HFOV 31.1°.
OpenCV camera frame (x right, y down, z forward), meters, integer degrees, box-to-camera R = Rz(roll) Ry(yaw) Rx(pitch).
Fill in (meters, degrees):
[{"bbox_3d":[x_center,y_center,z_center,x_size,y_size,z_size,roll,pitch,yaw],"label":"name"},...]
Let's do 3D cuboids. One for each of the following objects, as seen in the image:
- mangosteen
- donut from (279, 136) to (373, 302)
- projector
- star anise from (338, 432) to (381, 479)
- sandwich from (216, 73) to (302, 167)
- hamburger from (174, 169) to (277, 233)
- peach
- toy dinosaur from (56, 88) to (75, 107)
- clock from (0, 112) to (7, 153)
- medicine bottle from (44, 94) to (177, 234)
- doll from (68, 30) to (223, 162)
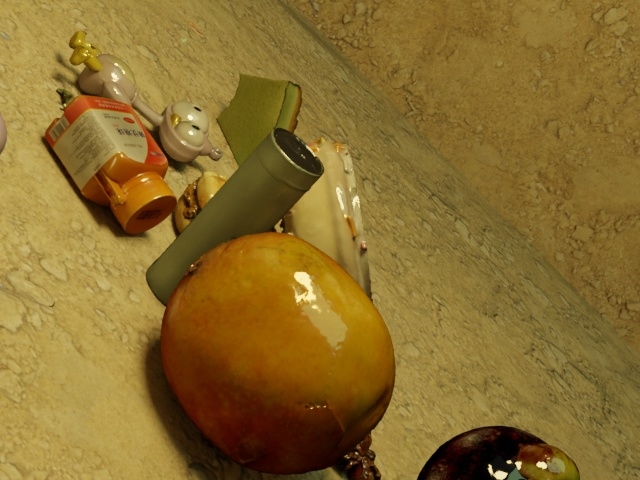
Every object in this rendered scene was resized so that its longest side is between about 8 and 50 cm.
[{"bbox_3d":[0.299,0.458,1.856,0.297,0.297,0.313,30,8,-39],"label":"mangosteen"},{"bbox_3d":[0.000,0.000,2.102,0.382,0.142,0.383,173,-90,-86],"label":"donut"},{"bbox_3d":[-0.138,-0.027,1.824,0.108,0.337,0.108,36,24,-19],"label":"projector"},{"bbox_3d":[0.048,0.329,1.908,0.191,0.070,0.097,58,30,-7],"label":"star anise"},{"bbox_3d":[-0.149,-0.235,2.496,0.063,0.245,0.212,21,-2,-43],"label":"sandwich"},{"bbox_3d":[-0.167,-0.028,2.090,0.213,0.108,0.214,39,23,-20],"label":"hamburger"},{"bbox_3d":[-0.058,0.167,1.694,0.372,0.290,0.373,38,27,-23],"label":"peach"},{"bbox_3d":[-0.429,-0.231,2.066,0.120,0.029,0.060,46,4,-11],"label":"toy dinosaur"},{"bbox_3d":[-0.532,-0.185,1.590,0.064,0.172,0.198,-56,140,-72],"label":"clock"},{"bbox_3d":[-0.339,-0.126,1.923,0.222,0.112,0.149,54,22,17],"label":"medicine bottle"},{"bbox_3d":[-0.331,-0.256,2.198,0.365,0.094,0.160,33,19,-29],"label":"doll"}]
